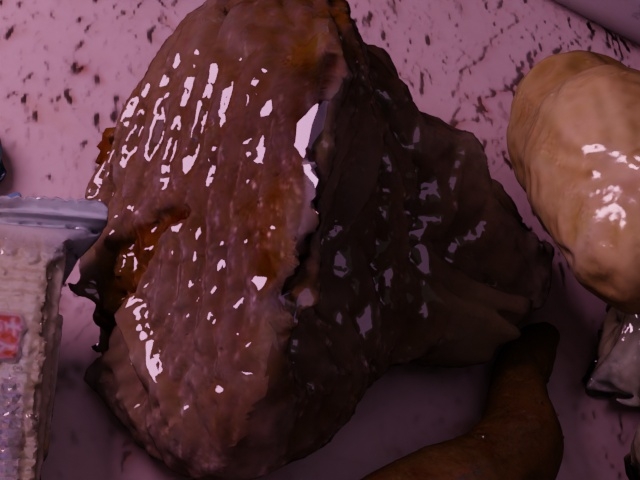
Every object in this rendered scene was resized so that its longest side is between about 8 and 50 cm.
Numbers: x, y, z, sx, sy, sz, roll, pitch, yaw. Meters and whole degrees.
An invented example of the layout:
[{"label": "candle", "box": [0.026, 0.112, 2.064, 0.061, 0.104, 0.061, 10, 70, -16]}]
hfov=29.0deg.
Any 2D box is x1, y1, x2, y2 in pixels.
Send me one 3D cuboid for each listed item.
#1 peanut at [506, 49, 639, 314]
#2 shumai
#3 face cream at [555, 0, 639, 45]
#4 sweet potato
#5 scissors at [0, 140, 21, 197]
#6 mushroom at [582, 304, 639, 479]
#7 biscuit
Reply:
[{"label": "peanut", "box": [0.209, -0.062, 0.894, 0.147, 0.148, 0.319, 19, 24, -10]}, {"label": "shumai", "box": [0.001, 0.001, 0.860, 0.283, 0.217, 0.346, 19, 65, -49]}, {"label": "face cream", "box": [0.267, -0.247, 1.108, 0.314, 0.089, 0.143, 33, 97, -3]}, {"label": "sweet potato", "box": [0.090, 0.147, 0.801, 0.108, 0.079, 0.346, 30, 41, 30]}, {"label": "scissors", "box": [-0.386, -0.027, 0.773, 0.392, 0.032, 0.180, -1, 62, -21]}, {"label": "mushroom", "box": [0.322, 0.064, 0.912, 0.189, 0.164, 0.267, 29, 56, -2]}, {"label": "biscuit", "box": [-0.220, 0.115, 0.715, 0.186, 0.079, 0.309, 6, 67, -12]}]
